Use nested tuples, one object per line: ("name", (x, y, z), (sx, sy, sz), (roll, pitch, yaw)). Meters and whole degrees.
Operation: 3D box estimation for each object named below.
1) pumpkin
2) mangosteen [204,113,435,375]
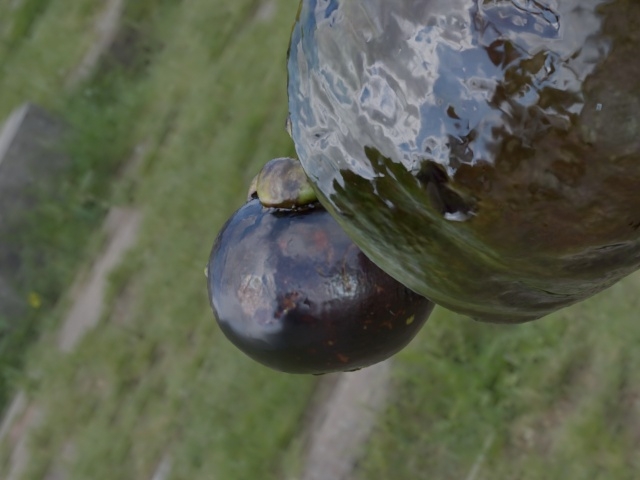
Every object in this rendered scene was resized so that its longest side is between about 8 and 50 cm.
("pumpkin", (0.074, -0.088, 0.863), (0.169, 0.312, 0.148), (-19, 12, -10))
("mangosteen", (0.000, 0.000, 1.430), (0.192, 0.192, 0.217), (-136, 38, -76))
